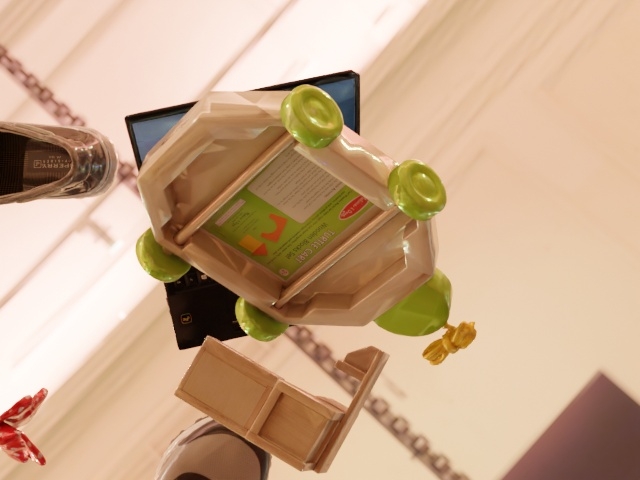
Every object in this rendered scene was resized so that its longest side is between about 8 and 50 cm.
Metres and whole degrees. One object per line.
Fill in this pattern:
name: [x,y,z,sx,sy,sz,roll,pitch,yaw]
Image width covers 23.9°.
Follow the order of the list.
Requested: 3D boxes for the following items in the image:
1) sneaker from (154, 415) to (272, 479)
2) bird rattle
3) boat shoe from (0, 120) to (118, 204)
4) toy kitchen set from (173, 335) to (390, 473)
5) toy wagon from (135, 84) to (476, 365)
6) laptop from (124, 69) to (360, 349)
sneaker: [-0.132,0.273,1.344,0.271,0.100,0.108,-54,9,8]
bird rattle: [-0.468,0.225,1.850,0.207,0.143,0.253,-9,-3,34]
boat shoe: [-0.395,-0.092,1.677,0.119,0.335,0.121,10,-105,-74]
toy kitchen set: [-0.015,0.068,0.753,0.068,0.075,0.083,-60,-12,-2]
toy wagon: [0.000,0.000,1.404,0.267,0.344,0.068,-39,26,41]
laptop: [-0.057,-0.025,1.528,0.234,0.264,0.136,-12,10,-4]
